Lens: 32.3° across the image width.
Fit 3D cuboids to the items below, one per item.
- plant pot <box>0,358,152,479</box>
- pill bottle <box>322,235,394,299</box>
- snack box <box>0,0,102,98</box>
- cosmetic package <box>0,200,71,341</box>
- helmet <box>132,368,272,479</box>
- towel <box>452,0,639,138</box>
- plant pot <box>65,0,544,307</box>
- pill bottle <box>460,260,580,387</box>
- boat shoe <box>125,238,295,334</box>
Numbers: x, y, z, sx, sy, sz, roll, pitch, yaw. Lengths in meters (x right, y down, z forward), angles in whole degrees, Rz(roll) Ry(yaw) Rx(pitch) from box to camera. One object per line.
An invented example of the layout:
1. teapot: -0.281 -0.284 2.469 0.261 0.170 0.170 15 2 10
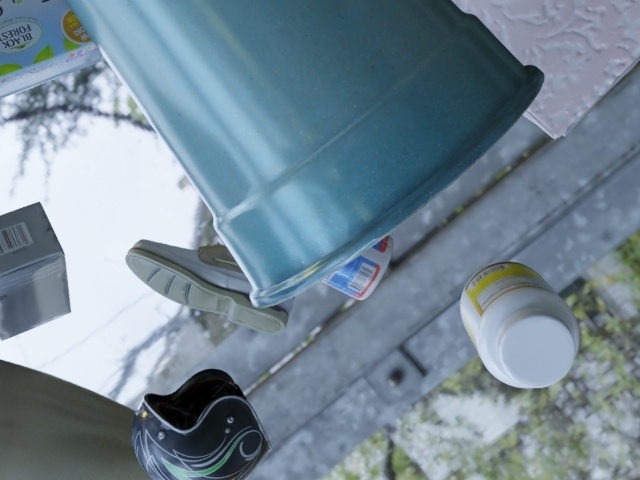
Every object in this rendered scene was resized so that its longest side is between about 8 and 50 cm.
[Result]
1. plant pot: -0.385 0.305 1.591 0.274 0.256 0.256 11 -145 -20
2. pill bottle: 0.000 0.000 1.843 0.221 0.124 0.124 28 -157 -9
3. snack box: -0.335 -0.249 1.097 0.207 0.174 0.070 62 157 3
4. cosmetic package: -0.454 0.050 1.665 0.107 0.127 0.238 60 161 21
5. helmet: -0.163 0.262 1.465 0.169 0.161 0.169 58 169 17
6. towel: 0.397 -0.381 1.863 0.317 0.332 0.053 46 -177 16
7. plant pot: -0.032 -0.175 1.006 0.334 0.341 0.341 51 -161 -8
8. pill bottle: 0.234 0.100 1.299 0.117 0.117 0.215 47 -173 -8
9. boat shoe: -0.188 0.061 1.928 0.302 0.113 0.103 24 -121 -8
